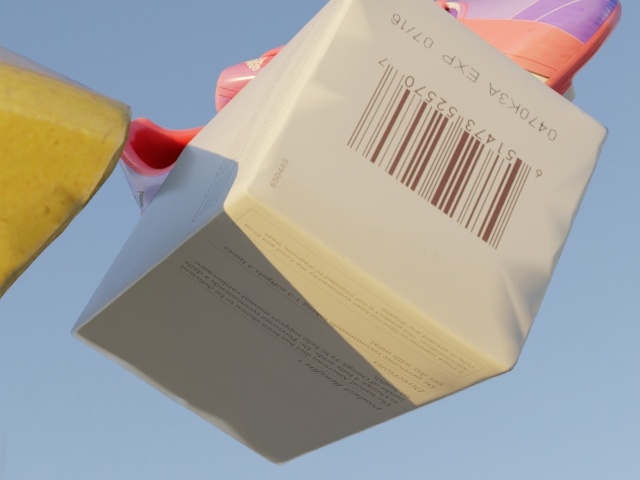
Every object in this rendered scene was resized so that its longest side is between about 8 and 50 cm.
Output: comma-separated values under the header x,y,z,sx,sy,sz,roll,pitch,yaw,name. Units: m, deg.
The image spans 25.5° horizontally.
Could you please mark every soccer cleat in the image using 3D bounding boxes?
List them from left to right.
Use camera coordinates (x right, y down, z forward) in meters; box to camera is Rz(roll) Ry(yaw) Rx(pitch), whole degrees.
x,y,z,sx,sy,sz,roll,pitch,yaw,name
0.011,-0.058,0.618,0.248,0.083,0.095,-28,-75,34,soccer cleat

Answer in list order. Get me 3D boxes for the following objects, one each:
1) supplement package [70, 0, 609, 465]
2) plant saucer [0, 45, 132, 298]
x,y,z,sx,sy,sz,roll,pitch,yaw,name
0.000,0.000,0.516,0.105,0.105,0.179,34,-30,-14,supplement package
-0.264,0.019,0.476,0.332,0.333,0.081,-50,-52,-11,plant saucer
